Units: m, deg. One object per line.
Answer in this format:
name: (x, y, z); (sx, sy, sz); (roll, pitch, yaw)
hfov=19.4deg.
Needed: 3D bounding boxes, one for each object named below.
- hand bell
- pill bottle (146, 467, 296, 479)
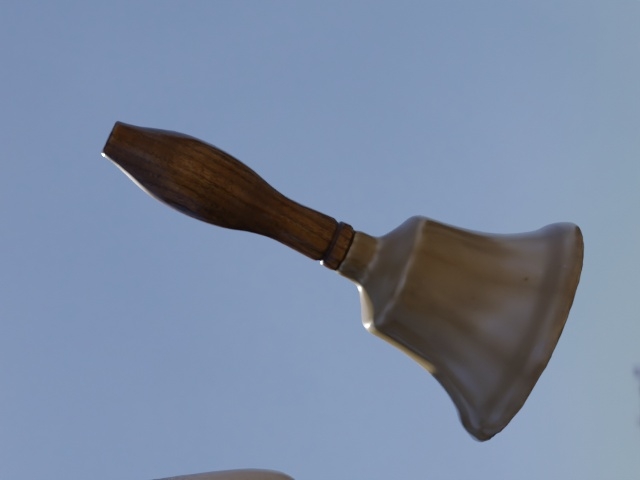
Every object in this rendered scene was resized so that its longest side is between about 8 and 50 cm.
hand bell: (0.000, 0.000, 0.966); (0.126, 0.242, 0.126); (-156, 90, -81)
pill bottle: (-0.088, 0.380, 1.356); (0.224, 0.224, 0.392); (25, -129, -65)
